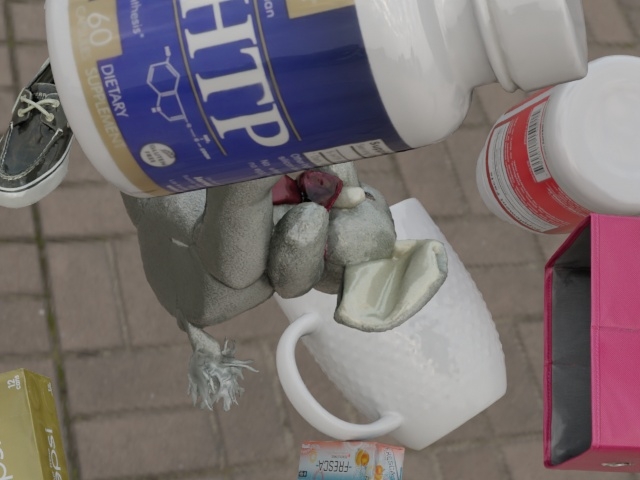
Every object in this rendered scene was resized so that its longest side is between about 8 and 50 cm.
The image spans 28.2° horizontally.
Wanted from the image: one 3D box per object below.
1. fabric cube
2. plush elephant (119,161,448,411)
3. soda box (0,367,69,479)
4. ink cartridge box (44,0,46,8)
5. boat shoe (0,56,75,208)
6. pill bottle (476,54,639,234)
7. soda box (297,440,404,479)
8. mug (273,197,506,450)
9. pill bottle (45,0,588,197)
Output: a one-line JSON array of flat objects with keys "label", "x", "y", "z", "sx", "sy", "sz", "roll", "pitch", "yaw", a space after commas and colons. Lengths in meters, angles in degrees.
[{"label": "fabric cube", "x": 0.398, "y": 0.127, "z": 1.418, "sx": 0.258, "sy": 0.254, "sz": 0.259, "roll": 4, "pitch": 76, "yaw": -2}, {"label": "plush elephant", "x": -0.028, "y": -0.024, "z": 1.199, "sx": 0.255, "sy": 0.330, "sz": 0.272, "roll": -23, "pitch": 28, "yaw": -33}, {"label": "soda box", "x": -0.186, "y": 0.174, "z": 0.787, "sx": 0.058, "sy": 0.061, "sz": 0.181, "roll": -15, "pitch": 76, "yaw": 1}, {"label": "ink cartridge box", "x": -0.233, "y": -0.278, "z": 1.441, "sx": 0.135, "sy": 0.056, "sz": 0.099, "roll": 24, "pitch": 58, "yaw": -33}, {"label": "boat shoe", "x": -0.283, "y": -0.128, "z": 1.300, "sx": 0.077, "sy": 0.070, "sz": 0.219, "roll": 10, "pitch": 50, "yaw": 11}, {"label": "pill bottle", "x": 0.387, "y": -0.130, "z": 1.962, "sx": 0.229, "sy": 0.407, "sz": 0.229, "roll": 1, "pitch": 84, "yaw": -12}, {"label": "soda box", "x": 0.043, "y": 0.328, "z": 1.866, "sx": 0.058, "sy": 0.183, "sz": 0.063, "roll": 17, "pitch": 74, "yaw": -33}, {"label": "mug", "x": 0.094, "y": 0.162, "z": 1.944, "sx": 0.374, "sy": 0.276, "sz": 0.328, "roll": -28, "pitch": 80, "yaw": -38}, {"label": "pill bottle", "x": 0.002, "y": -0.085, "z": 0.488, "sx": 0.186, "sy": 0.112, "sz": 0.112, "roll": -10, "pitch": 50, "yaw": 18}]
